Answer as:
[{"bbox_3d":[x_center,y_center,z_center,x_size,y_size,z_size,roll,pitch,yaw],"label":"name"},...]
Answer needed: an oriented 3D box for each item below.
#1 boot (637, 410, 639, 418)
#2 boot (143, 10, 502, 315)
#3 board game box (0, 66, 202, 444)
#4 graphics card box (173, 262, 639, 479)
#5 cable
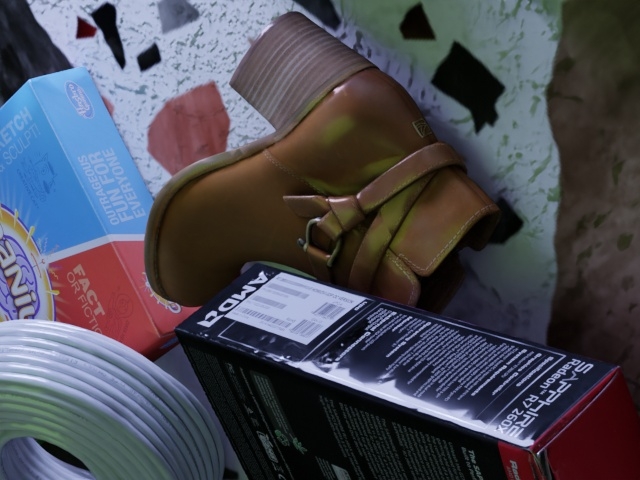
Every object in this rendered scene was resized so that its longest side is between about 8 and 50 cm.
[{"bbox_3d":[0.238,0.191,1.294,0.213,0.077,0.165,-25,89,45],"label":"boot"},{"bbox_3d":[0.000,0.000,1.450,0.220,0.109,0.283,45,122,19],"label":"boot"},{"bbox_3d":[-0.251,0.032,1.707,0.316,0.064,0.242,-37,78,44],"label":"board game box"},{"bbox_3d":[0.077,0.158,1.315,0.371,0.094,0.233,13,135,50],"label":"graphics card box"},{"bbox_3d":[-0.210,0.173,1.626,0.257,0.089,0.257,43,134,-16],"label":"cable"}]
